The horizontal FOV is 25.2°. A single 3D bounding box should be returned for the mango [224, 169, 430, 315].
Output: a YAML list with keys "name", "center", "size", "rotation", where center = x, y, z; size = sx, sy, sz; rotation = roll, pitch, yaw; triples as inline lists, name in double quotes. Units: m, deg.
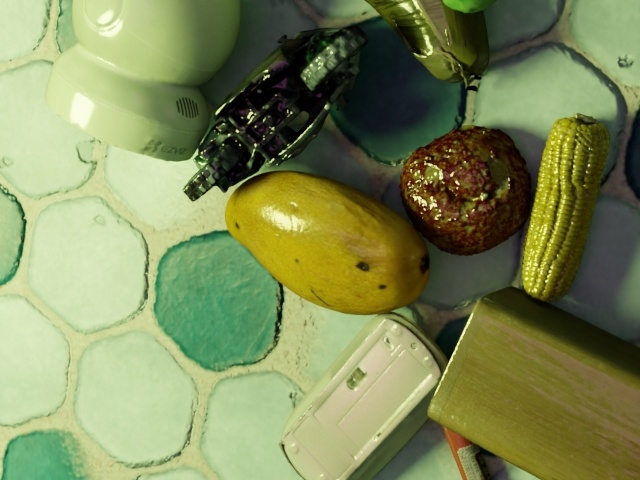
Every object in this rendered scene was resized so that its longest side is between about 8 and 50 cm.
- name: "mango"
  center: [-0.001, 0.004, 1.587]
  size: [0.262, 0.109, 0.157]
  rotation: [15, 140, 23]

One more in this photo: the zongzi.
- name: "zongzi"
  center: [0.076, -0.249, 1.555]
  size: [0.204, 0.094, 0.205]
  rotation: [-9, 93, 23]

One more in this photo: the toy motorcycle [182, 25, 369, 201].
- name: "toy motorcycle"
  center: [-0.045, -0.148, 1.575]
  size: [0.270, 0.159, 0.106]
  rotation: [-41, 98, 22]

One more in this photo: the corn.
- name: "corn"
  center: [0.259, -0.035, 1.528]
  size: [0.072, 0.072, 0.203]
  rotation: [14, 101, 16]

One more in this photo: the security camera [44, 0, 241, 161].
- name: "security camera"
  center: [-0.185, -0.227, 1.589]
  size: [0.194, 0.194, 0.236]
  rotation: [27, 107, 14]

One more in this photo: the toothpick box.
- name: "toothpick box"
  center: [0.289, 0.183, 1.490]
  size: [0.308, 0.187, 0.190]
  rotation: [26, 104, 18]

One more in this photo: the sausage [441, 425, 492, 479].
- name: "sausage"
  center: [0.180, 0.282, 1.608]
  size: [0.034, 0.034, 0.253]
  rotation: [-22, 89, 19]

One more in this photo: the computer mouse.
- name: "computer mouse"
  center: [0.051, 0.187, 1.624]
  size: [0.126, 0.056, 0.245]
  rotation: [44, 117, 12]

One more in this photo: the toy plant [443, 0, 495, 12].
- name: "toy plant"
  center: [0.174, -0.448, 1.405]
  size: [0.317, 0.210, 0.356]
  rotation: [-33, 113, -15]

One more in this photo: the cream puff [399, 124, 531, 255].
- name: "cream puff"
  center: [0.156, -0.055, 1.553]
  size: [0.149, 0.084, 0.149]
  rotation: [2, 97, 16]
